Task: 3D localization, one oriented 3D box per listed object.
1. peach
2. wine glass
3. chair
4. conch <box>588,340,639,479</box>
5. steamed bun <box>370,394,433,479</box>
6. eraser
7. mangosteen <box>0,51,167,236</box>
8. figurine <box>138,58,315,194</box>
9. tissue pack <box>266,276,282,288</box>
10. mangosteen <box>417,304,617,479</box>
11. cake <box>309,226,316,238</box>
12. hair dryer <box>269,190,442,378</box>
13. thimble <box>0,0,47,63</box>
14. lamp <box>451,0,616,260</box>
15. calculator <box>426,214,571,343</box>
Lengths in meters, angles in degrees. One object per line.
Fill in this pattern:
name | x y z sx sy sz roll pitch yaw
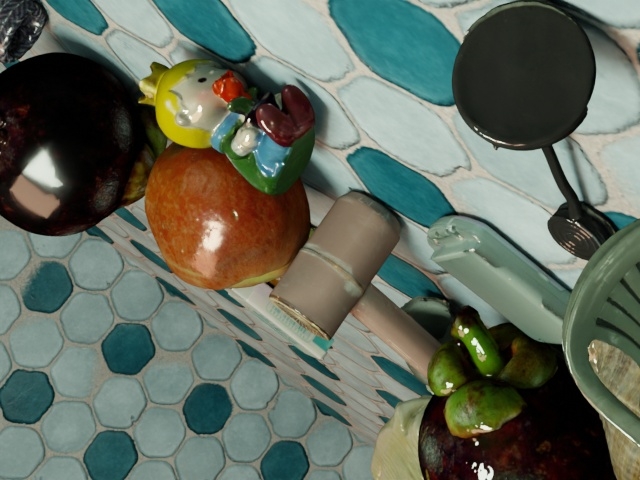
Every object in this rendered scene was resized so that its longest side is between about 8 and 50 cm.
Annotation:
peach | -0.132 -0.059 1.466 0.232 0.232 0.257 122 135 -76
wine glass | 0.186 0.172 1.649 0.111 0.111 0.204 26 160 35
chair | 0.346 0.116 0.933 0.190 0.203 0.275 40 176 36
conch | 0.423 0.244 1.173 0.352 0.210 0.297 24 146 28
steamed bun | 0.284 0.476 2.125 0.339 0.247 0.352 52 140 35
eraser | -0.081 0.128 1.890 0.225 0.052 0.095 40 170 -24
mangosteen | -0.405 -0.161 1.681 0.297 0.313 0.297 15 122 26
figurine | -0.119 -0.164 1.285 0.234 0.127 0.185 44 162 10
tissue pack | -0.096 0.023 1.875 0.226 0.092 0.183 35 168 9
mangosteen | 0.270 0.267 1.437 0.311 0.311 0.311 34 166 10
cake | 0.000 0.000 1.713 0.140 0.055 0.051 17 163 3
hair dryer | 0.101 0.100 1.478 0.344 0.189 0.107 42 167 -30
thimble | -0.473 -0.328 1.597 0.066 0.104 0.095 35 165 9
lamp | 0.188 -0.055 0.921 0.130 0.108 0.371 29 164 22
calculator | 0.234 0.055 1.294 0.246 0.045 0.141 38 166 -9
